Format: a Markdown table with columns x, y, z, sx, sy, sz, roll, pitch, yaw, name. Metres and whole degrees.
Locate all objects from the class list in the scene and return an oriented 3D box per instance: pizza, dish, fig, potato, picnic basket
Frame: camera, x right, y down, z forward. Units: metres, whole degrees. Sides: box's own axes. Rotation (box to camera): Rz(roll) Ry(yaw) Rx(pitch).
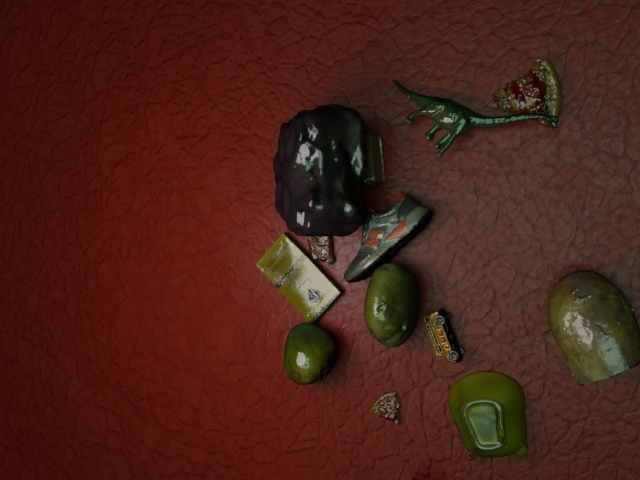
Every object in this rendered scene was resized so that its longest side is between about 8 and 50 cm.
| x | y | z | sx | sy | sz | roll | pitch | yaw | name |
| --- | --- | --- | --- | --- | --- | --- | --- | --- | --- |
| 0.566 | -0.404 | 1.697 | 0.199 | 0.062 | 0.188 | -12 | 86 | 23 | pizza |
| 0.479 | 0.519 | 1.744 | 0.221 | 0.108 | 0.262 | -13 | 87 | 22 | dish |
| -0.036 | 0.351 | 1.899 | 0.181 | 0.181 | 0.191 | -35 | 63 | 19 | fig |
| 0.713 | 0.209 | 1.596 | 0.229 | 0.229 | 0.265 | -32 | 76 | 19 | potato |
| 0.137 | -0.245 | 1.839 | 0.080 | 0.115 | 0.164 | -5 | 90 | 23 | picnic basket |
| 0.214 | 0.191 | 1.791 | 0.149 | 0.197 | 0.228 | 9 | 66 | 32 | potato |
| 0.211 | 0.513 | 1.889 | 0.100 | 0.029 | 0.099 | 22 | 99 | 19 | pizza |

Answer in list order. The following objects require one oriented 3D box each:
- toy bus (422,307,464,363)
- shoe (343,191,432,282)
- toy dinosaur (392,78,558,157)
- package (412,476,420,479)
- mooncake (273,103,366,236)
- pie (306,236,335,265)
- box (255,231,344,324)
| x | y | z | sx | sy | sz | roll | pitch | yaw | name |
| --- | --- | --- | --- | --- | --- | --- | --- | --- | --- |
| 0.364 | 0.288 | 1.798 | 0.074 | 0.070 | 0.162 | -24 | 81 | 29 | toy bus |
| 0.166 | -0.023 | 1.837 | 0.336 | 0.132 | 0.171 | -44 | 72 | 15 | shoe |
| 0.413 | -0.389 | 1.730 | 0.301 | 0.087 | 0.447 | -45 | 73 | 24 | toy dinosaur |
| 0.265 | 0.926 | 1.797 | 0.123 | 0.196 | 0.423 | 15 | 97 | 16 | package |
| -0.013 | -0.191 | 1.784 | 0.212 | 0.350 | 0.380 | -3 | 75 | -20 | mooncake |
| 0.000 | 0.000 | 1.946 | 0.092 | 0.034 | 0.169 | -9 | 90 | 17 | pie |
| -0.070 | 0.122 | 1.974 | 0.279 | 0.041 | 0.153 | 45 | 106 | 13 | box |
